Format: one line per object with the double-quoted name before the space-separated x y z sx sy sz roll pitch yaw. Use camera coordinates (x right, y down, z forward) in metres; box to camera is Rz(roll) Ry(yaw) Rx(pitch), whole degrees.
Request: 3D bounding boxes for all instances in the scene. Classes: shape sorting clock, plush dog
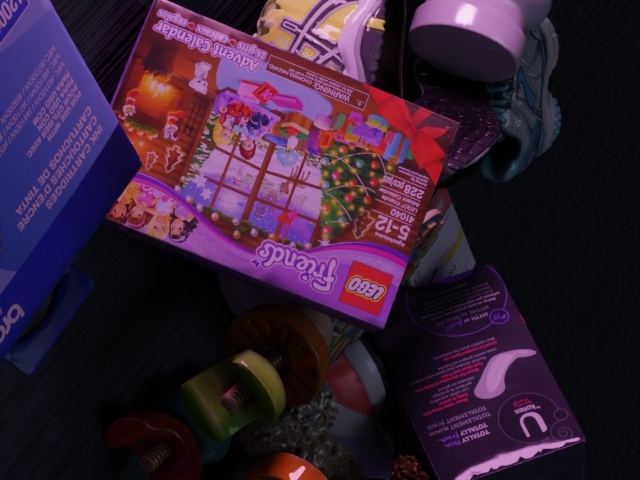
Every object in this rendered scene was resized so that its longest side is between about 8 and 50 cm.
"shape sorting clock" 0.056 0.051 1.714 0.206 0.040 0.206 -50 168 -16
"plush dog" -0.003 0.297 1.732 0.262 0.225 0.210 -54 146 -11

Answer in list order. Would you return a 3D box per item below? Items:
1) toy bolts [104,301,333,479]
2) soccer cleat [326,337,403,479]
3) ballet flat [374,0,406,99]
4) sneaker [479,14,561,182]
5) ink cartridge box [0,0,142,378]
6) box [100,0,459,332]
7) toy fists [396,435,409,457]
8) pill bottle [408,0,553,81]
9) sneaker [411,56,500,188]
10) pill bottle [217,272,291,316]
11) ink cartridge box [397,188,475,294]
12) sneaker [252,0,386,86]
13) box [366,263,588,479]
"toy bolts" -0.060 0.175 1.617 0.158 0.229 0.218 -41 105 -49
"soccer cleat" 0.021 0.220 1.915 0.116 0.108 0.318 -29 141 -13
"ballet flat" 0.066 -0.196 1.829 0.084 0.058 0.249 -26 124 -51
"sneaker" 0.216 -0.181 2.032 0.122 0.110 0.283 -52 142 -28
"ink cartridge box" -0.295 -0.059 1.231 0.270 0.151 0.395 -58 146 -26
"box" -0.048 -0.064 1.509 0.057 0.293 0.200 146 -35 -78
"toy fists" 0.148 0.347 2.029 0.096 0.142 0.279 16 83 -63
"pill bottle" 0.192 -0.317 1.870 0.153 0.153 0.264 43 61 -55
"sneaker" 0.133 -0.096 1.860 0.283 0.107 0.124 -71 172 -64
"pill bottle" 0.000 0.000 1.749 0.208 0.119 0.119 -44 137 -41
"ink cartridge box" 0.117 0.027 1.996 0.115 0.067 0.198 -59 146 -25
"sneaker" -0.033 -0.144 1.610 0.145 0.147 0.384 139 -41 -66
"box" 0.169 0.184 1.884 0.165 0.270 0.143 -18 137 -5
